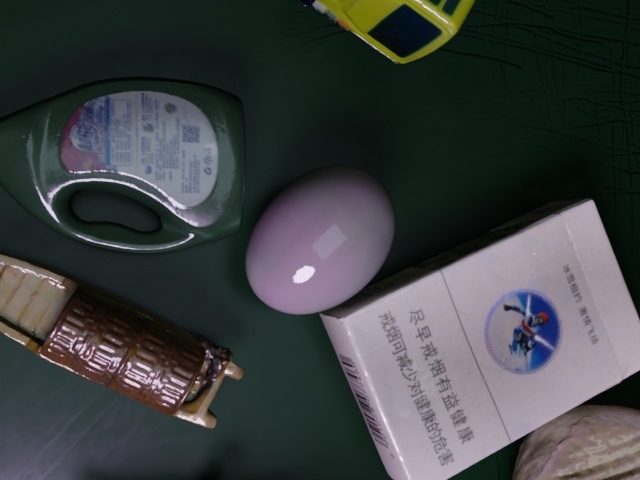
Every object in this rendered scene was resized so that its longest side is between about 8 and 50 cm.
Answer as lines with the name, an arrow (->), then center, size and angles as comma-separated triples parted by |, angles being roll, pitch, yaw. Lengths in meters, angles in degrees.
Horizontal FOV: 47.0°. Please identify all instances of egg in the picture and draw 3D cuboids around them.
egg -> 0.000, 0.000, 0.589 | 0.135, 0.103, 0.103 | -45, 100, -11

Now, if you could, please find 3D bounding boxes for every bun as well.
bun -> 0.262, 0.263, 0.651 | 0.210, 0.116, 0.237 | -28, 73, -11

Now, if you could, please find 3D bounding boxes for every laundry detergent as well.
laundry detergent -> -0.165, -0.057, 0.565 | 0.211, 0.063, 0.137 | -2, 95, -16

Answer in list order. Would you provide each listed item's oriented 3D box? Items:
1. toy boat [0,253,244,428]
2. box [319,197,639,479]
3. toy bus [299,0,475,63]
toy boat -> -0.164, 0.070, 0.547 | 0.226, 0.088, 0.068 | 30, 81, -14
box -> 0.149, 0.085, 0.649 | 0.257, 0.069, 0.164 | -24, 95, -15
toy bus -> 0.102, -0.295, 0.619 | 0.150, 0.128, 0.262 | 32, 81, -14
